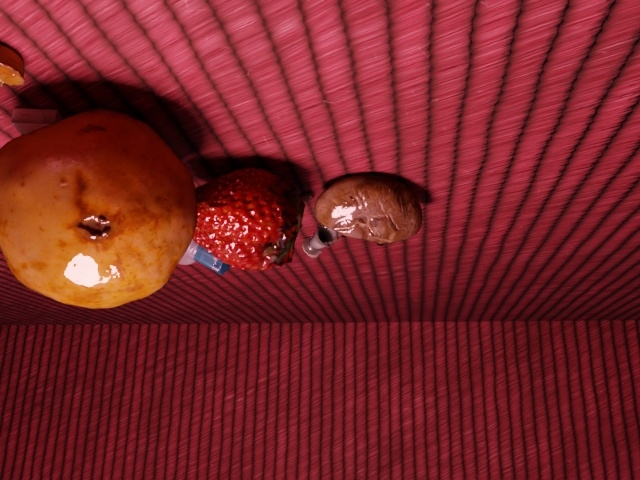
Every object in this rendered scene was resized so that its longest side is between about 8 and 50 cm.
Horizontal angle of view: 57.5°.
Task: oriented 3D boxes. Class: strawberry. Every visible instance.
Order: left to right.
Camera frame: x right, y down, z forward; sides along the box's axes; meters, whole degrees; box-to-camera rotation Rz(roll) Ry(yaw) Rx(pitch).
[{"bbox_3d":[-0.186,-0.060,1.352,0.289,0.238,0.250,8,132,4],"label":"strawberry"}]

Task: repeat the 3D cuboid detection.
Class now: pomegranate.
[{"bbox_3d":[-0.429,-0.057,1.133,0.411,0.409,0.410,1,162,0],"label":"pomegranate"}]

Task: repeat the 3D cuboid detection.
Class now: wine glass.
[{"bbox_3d":[0.000,0.000,1.777,0.072,0.072,0.155,7,162,-18],"label":"wine glass"}]

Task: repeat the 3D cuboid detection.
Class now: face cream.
[{"bbox_3d":[-0.374,-0.015,1.465,0.337,0.080,0.163,28,138,12],"label":"face cream"}]

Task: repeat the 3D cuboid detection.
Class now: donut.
[{"bbox_3d":[-0.539,-0.287,0.949,0.108,0.043,0.097,-2,163,12],"label":"donut"}]

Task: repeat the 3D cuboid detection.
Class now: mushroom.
[{"bbox_3d":[0.136,-0.093,1.418,0.286,0.156,0.151,6,134,-17],"label":"mushroom"}]

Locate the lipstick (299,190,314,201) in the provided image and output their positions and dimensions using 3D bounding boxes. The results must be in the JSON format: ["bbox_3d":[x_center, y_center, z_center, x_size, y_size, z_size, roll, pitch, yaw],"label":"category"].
[{"bbox_3d":[-0.052,-0.107,1.520,0.019,0.018,0.094,16,157,-39],"label":"lipstick"}]

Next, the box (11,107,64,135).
[{"bbox_3d":[-0.551,-0.214,1.185,0.084,0.040,0.154,4,161,-2],"label":"box"}]
